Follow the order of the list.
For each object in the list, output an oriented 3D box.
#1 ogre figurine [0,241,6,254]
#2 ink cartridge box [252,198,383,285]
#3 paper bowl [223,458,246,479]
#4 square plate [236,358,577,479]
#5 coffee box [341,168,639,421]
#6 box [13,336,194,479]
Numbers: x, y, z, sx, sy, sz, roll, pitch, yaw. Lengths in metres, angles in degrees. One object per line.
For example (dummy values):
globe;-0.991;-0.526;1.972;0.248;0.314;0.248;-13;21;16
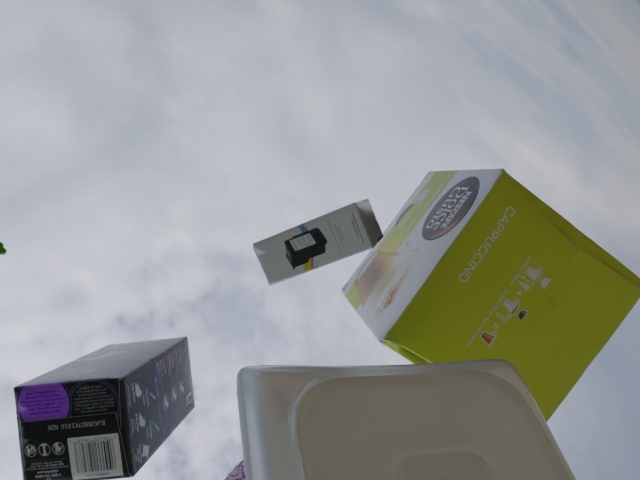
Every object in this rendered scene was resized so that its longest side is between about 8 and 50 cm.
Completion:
ogre figurine;-0.547;0.039;0.677;0.196;0.097;0.118;10;-90;-9
ink cartridge box;0.000;0.000;0.754;0.073;0.174;0.127;68;-163;-2
paper bowl;0.003;0.374;0.525;0.148;0.283;0.285;48;-152;-52
square plate;0.112;0.246;0.411;0.343;0.049;0.348;4;-139;-19
coffee box;0.296;0.093;0.916;0.338;0.338;0.334;35;-178;-11
box;-0.331;0.261;0.779;0.270;0.165;0.144;-16;-80;-86
